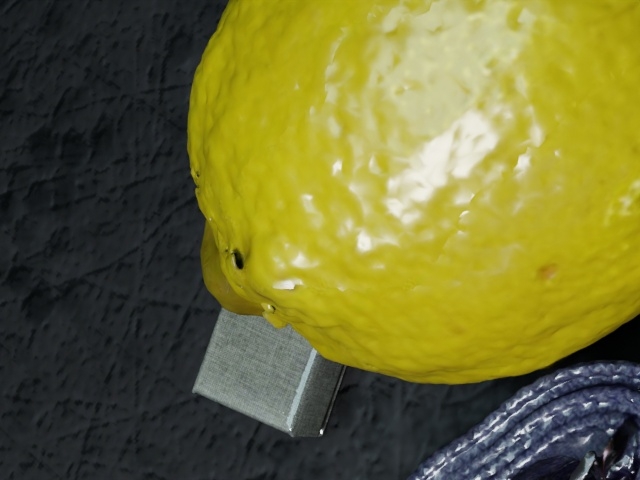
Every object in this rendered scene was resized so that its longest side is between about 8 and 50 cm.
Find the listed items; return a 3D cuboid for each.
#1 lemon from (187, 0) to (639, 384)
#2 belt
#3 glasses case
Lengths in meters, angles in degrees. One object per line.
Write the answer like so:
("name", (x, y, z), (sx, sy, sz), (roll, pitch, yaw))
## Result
("lemon", (0.072, -0.062, 0.778), (0.320, 0.245, 0.245), (-38, 61, 17))
("belt", (0.101, 0.155, 0.785), (0.230, 0.126, 0.139), (-50, 56, 13))
("glasses case", (0.000, 0.000, 0.935), (0.071, 0.047, 0.205), (20, 91, 30))
